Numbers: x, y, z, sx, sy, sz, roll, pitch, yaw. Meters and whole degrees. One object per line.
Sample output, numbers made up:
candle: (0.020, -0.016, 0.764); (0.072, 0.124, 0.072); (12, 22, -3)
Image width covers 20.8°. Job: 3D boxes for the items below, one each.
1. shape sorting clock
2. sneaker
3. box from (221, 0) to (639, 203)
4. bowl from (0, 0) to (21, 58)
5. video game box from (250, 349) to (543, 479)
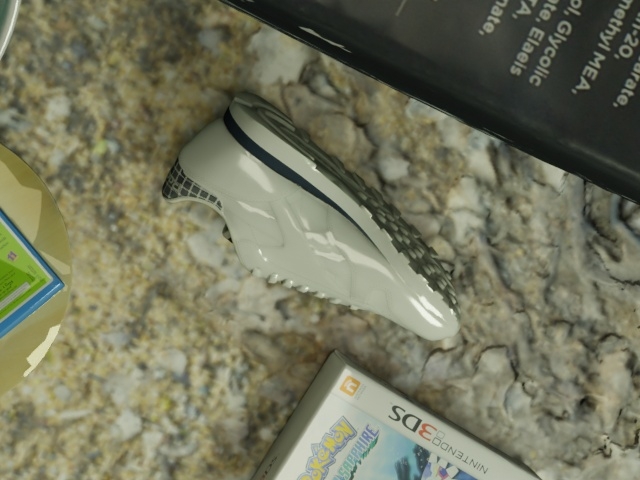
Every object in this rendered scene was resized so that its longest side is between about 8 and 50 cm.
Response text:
shape sorting clock: (-0.271, 0.020, 1.176); (0.206, 0.040, 0.206); (-2, 103, -10)
sneaker: (0.000, 0.000, 1.226); (0.235, 0.090, 0.095); (41, 102, -14)
box: (0.098, -0.223, 0.992); (0.471, 0.480, 0.297); (23, 96, -16)
bowl: (-0.326, -0.205, 1.028); (0.311, 0.163, 0.311); (-3, 123, -4)
video game box: (0.035, 0.214, 1.286); (0.187, 0.048, 0.205); (31, 92, -15)
